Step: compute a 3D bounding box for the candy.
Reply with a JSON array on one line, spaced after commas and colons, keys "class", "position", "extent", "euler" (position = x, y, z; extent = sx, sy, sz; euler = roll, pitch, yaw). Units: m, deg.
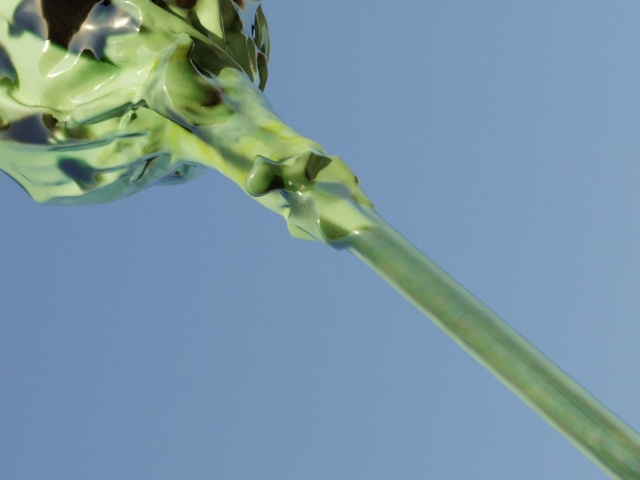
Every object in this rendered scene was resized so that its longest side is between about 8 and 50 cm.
[{"class": "candy", "position": [0.000, 0.000, 0.421], "extent": [0.091, 0.305, 0.083], "euler": [-49, -40, 1]}]
